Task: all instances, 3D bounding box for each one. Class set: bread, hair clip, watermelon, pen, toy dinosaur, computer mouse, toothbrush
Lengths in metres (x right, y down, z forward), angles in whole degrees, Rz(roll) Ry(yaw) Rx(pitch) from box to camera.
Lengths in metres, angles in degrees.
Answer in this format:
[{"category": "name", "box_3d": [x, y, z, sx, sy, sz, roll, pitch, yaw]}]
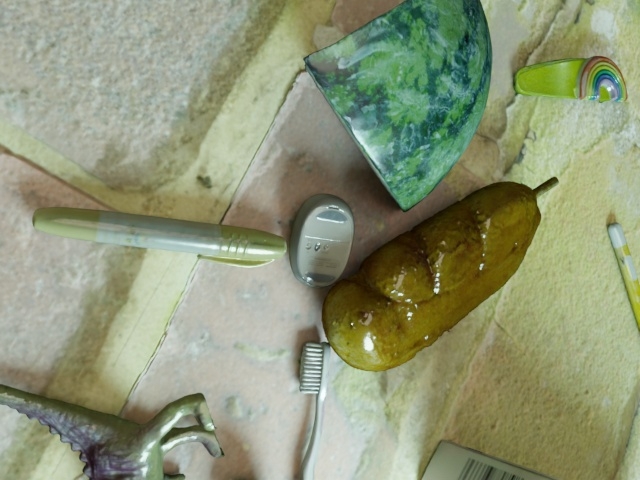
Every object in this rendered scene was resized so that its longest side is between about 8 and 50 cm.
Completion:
[{"category": "bread", "box_3d": [0.141, 0.018, 0.678, 0.344, 0.084, 0.124, -34, 130, -22]}, {"category": "hair clip", "box_3d": [0.327, -0.207, 0.798, 0.188, 0.033, 0.060, -6, 89, -24]}, {"category": "watermelon", "box_3d": [0.094, -0.163, 0.634, 0.260, 0.256, 0.176, -36, 57, -14]}, {"category": "pen", "box_3d": [-0.143, -0.002, 0.584, 0.233, 0.032, 0.040, 6, 108, -22]}, {"category": "toy dinosaur", "box_3d": [-0.189, 0.183, 0.533, 0.200, 0.072, 0.251, -23, 106, -13]}, {"category": "computer mouse", "box_3d": [-0.001, -0.001, 0.640, 0.066, 0.039, 0.096, 9, 97, -23]}, {"category": "toothbrush", "box_3d": [0.434, 0.113, 0.833, 0.021, 0.024, 0.288, -20, 95, -22]}, {"category": "toothbrush", "box_3d": [-0.018, 0.255, 0.626, 0.030, 0.025, 0.307, 7, 84, -15]}]

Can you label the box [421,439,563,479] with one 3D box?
[{"category": "box", "box_3d": [0.289, 0.344, 0.662, 0.343, 0.200, 0.065, 40, 70, -17]}]
